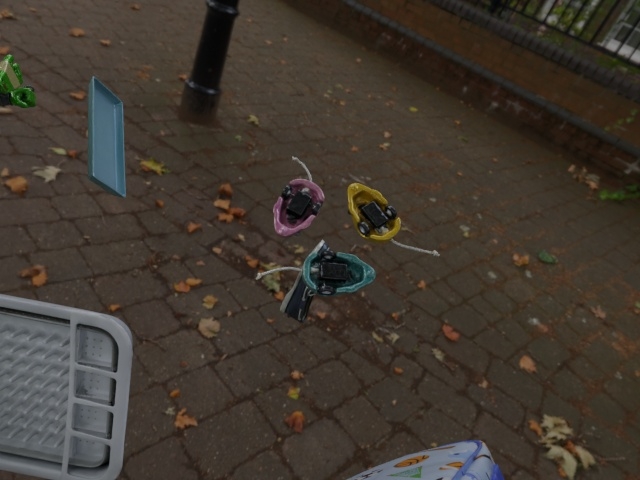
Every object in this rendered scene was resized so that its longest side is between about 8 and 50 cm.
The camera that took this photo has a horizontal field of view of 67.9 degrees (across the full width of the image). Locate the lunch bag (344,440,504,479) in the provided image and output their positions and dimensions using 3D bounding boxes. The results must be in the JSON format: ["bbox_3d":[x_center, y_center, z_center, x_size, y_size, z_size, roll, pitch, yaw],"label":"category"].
[{"bbox_3d":[0.055,0.270,0.413,0.303,0.243,0.114,22,45,-63],"label":"lunch bag"}]

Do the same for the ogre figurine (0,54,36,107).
[{"bbox_3d":[-0.477,-0.209,0.611,0.118,0.096,0.197,-7,18,0],"label":"ogre figurine"}]

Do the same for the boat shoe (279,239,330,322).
[{"bbox_3d":[-0.026,0.111,1.219,0.079,0.254,0.095,32,28,8],"label":"boat shoe"}]

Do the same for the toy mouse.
[{"bbox_3d":[0.000,0.000,0.428,0.143,0.031,0.161,-37,77,-22],"label":"toy mouse"}]

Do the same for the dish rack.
[{"bbox_3d":[-0.443,0.212,0.724,0.333,0.285,0.072,10,13,1],"label":"dish rack"}]

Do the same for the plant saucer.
[{"bbox_3d":[-0.323,-0.155,0.713,0.067,0.018,0.192,50,24,-61],"label":"plant saucer"}]
